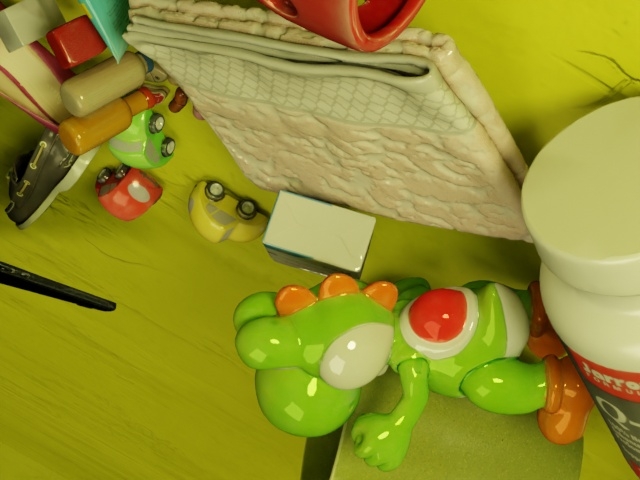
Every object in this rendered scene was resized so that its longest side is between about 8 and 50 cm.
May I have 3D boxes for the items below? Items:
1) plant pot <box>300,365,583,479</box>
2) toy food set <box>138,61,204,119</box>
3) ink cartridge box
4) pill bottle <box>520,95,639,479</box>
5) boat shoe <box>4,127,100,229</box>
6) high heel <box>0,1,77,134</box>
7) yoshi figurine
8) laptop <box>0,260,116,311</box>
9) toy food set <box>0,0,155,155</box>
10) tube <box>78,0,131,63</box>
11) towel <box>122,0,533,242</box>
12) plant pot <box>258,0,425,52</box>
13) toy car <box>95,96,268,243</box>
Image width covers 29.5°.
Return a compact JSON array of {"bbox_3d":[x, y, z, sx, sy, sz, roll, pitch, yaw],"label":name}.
[{"bbox_3d":[0.148,0.238,1.440,0.294,0.274,0.275,13,152,-7],"label":"plant pot"},{"bbox_3d":[-0.150,-0.153,1.262,0.122,0.019,0.078,6,145,34],"label":"toy food set"},{"bbox_3d":[0.000,0.000,1.296,0.104,0.060,0.180,16,174,2],"label":"ink cartridge box"},{"bbox_3d":[0.309,0.062,1.029,0.210,0.210,0.363,3,143,37],"label":"pill bottle"},{"bbox_3d":[-0.342,-0.083,1.483,0.069,0.081,0.228,36,143,-16],"label":"boat shoe"},{"bbox_3d":[-0.331,-0.186,1.249,0.244,0.082,0.117,41,-173,-30],"label":"high heel"},{"bbox_3d":[0.085,0.128,1.242,0.362,0.203,0.203,5,-176,-10],"label":"yoshi figurine"},{"bbox_3d":[-0.483,-0.100,1.516,0.382,0.236,0.408,10,169,45],"label":"laptop"},{"bbox_3d":[-0.241,-0.211,1.193,0.111,0.104,0.232,-7,113,55],"label":"toy food set"},{"bbox_3d":[-0.218,-0.263,1.092,0.052,0.080,0.207,0,137,36],"label":"tube"},{"bbox_3d":[0.019,-0.102,1.105,0.332,0.053,0.317,14,162,31],"label":"towel"},{"bbox_3d":[-0.004,-0.245,0.826,0.174,0.191,0.191,27,153,19],"label":"plant pot"},{"bbox_3d":[-0.192,-0.075,1.382,0.239,0.053,0.225,14,151,23],"label":"toy car"}]
